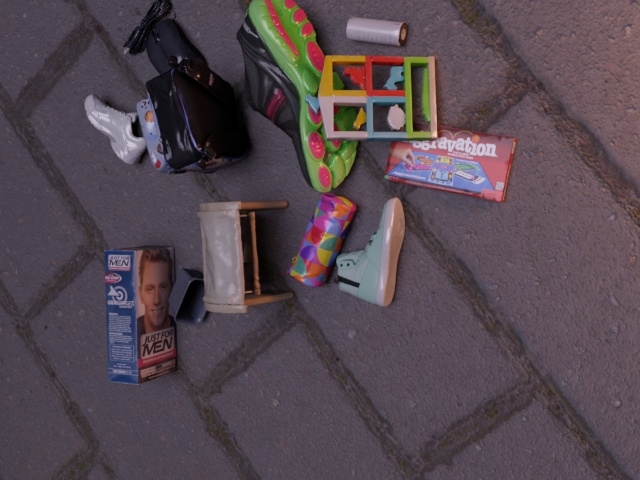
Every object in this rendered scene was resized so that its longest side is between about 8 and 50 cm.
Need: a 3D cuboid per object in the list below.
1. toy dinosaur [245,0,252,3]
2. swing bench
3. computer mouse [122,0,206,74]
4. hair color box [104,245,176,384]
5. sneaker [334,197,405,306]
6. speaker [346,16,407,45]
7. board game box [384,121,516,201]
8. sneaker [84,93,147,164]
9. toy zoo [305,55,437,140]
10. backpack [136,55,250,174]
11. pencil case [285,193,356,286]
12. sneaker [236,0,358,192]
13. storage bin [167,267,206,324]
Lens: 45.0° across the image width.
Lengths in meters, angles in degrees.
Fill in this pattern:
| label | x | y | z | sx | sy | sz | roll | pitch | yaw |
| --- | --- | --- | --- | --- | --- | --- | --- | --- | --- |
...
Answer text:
| label | x | y | z | sx | sy | sz | roll | pitch | yaw |
| --- | --- | --- | --- | --- | --- | --- | --- | --- | --- |
| toy dinosaur | -0.085 | -0.691 | 1.848 | 0.295 | 0.127 | 0.201 | -17 | 94 | 13 |
| swing bench | -0.198 | 0.032 | 1.868 | 0.165 | 0.254 | 0.254 | -1 | 93 | 25 |
| computer mouse | -0.408 | -0.496 | 2.033 | 0.188 | 0.072 | 0.272 | -46 | 75 | 20 |
| hair color box | -0.475 | 0.192 | 2.054 | 0.105 | 0.174 | 0.348 | 0 | 94 | 24 |
| sneaker | 0.108 | 0.017 | 1.813 | 0.151 | 0.094 | 0.256 | 13 | 98 | 27 |
| speaker | 0.129 | -0.485 | 1.790 | 0.136 | 0.055 | 0.055 | 13 | 99 | 24 |
| board game box | 0.290 | -0.184 | 1.751 | 0.281 | 0.027 | 0.145 | 13 | 98 | 24 |
| sneaker | -0.545 | -0.324 | 2.111 | 0.115 | 0.090 | 0.232 | -42 | 85 | 15 |
| toy zoo | 0.112 | -0.318 | 1.731 | 0.293 | 0.030 | 0.193 | 0 | 82 | -4 |
| backpack | -0.303 | -0.277 | 1.895 | 0.213 | 0.263 | 0.277 | -18 | 82 | 31 |
| pencil case | 0.000 | 0.000 | 1.862 | 0.104 | 0.104 | 0.237 | 30 | 104 | 20 |
| sneaker | -0.060 | -0.341 | 1.851 | 0.202 | 0.185 | 0.483 | -24 | 86 | 53 |
| storage bin | -0.342 | 0.142 | 2.042 | 0.091 | 0.098 | 0.135 | 42 | 112 | 46 |
